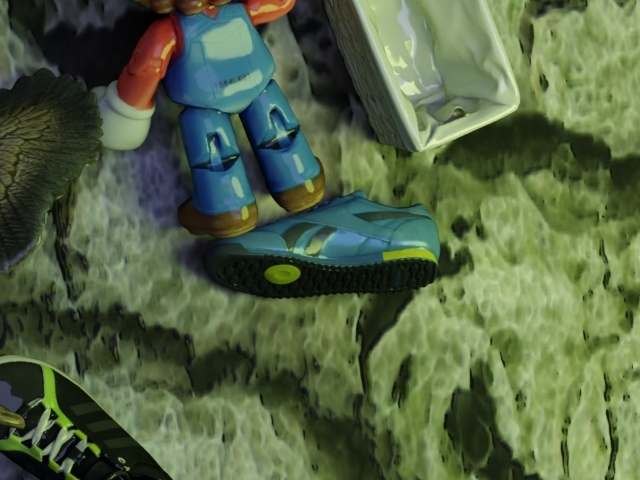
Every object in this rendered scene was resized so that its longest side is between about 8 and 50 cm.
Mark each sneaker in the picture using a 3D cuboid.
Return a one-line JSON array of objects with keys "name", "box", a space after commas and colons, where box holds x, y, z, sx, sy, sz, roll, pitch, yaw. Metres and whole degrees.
[{"name": "sneaker", "box": [-0.188, 0.174, 1.353, 0.235, 0.097, 0.084, 38, 79, -16]}, {"name": "sneaker", "box": [0.000, 0.000, 1.441, 0.209, 0.069, 0.082, -2, 59, -10]}]

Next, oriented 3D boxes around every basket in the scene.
[{"name": "basket", "box": [0.082, -0.169, 1.437, 0.113, 0.103, 0.167, -25, 98, -17]}]

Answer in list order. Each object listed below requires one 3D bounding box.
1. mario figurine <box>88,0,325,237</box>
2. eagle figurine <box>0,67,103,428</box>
[{"name": "mario figurine", "box": [-0.098, -0.176, 1.389, 0.198, 0.170, 0.320, -37, 117, -51]}, {"name": "eagle figurine", "box": [-0.309, -0.027, 1.254, 0.225, 0.226, 0.298, 8, 80, 21]}]
